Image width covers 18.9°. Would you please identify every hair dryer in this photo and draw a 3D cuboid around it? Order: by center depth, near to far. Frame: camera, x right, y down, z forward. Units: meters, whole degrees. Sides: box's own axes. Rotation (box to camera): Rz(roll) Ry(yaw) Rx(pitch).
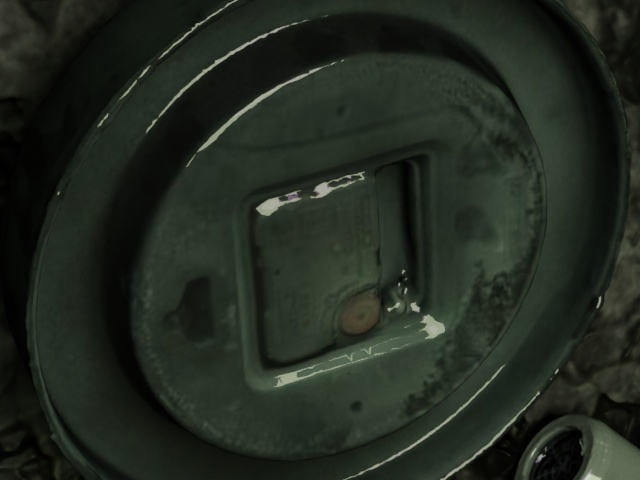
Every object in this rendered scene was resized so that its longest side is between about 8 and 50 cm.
[{"bbox_3d":[0.219,0.087,1.096,0.131,0.073,0.236,37,81,-25],"label":"hair dryer"}]

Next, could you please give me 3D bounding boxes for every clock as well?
[{"bbox_3d":[0.000,0.000,0.928,0.319,0.066,0.318,-14,124,-23],"label":"clock"}]
